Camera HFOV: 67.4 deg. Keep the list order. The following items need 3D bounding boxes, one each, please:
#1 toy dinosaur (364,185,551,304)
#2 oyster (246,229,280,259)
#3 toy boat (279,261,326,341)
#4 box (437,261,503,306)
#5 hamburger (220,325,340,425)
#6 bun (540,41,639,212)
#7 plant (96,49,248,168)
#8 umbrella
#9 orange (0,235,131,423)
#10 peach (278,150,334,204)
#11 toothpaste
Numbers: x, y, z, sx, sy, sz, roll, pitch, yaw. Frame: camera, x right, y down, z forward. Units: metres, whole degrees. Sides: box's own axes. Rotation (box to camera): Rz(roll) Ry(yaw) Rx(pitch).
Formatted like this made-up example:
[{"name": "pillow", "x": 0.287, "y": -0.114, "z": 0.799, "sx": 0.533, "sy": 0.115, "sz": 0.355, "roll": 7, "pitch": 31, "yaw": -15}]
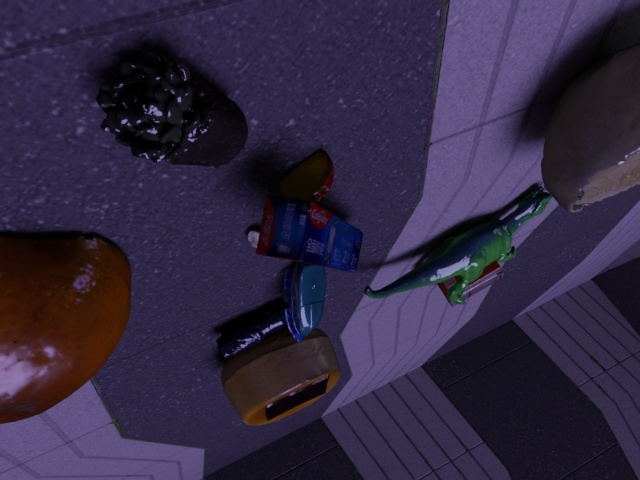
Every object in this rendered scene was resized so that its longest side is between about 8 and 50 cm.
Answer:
[{"name": "toy dinosaur", "x": 0.354, "y": 0.013, "z": 1.130, "sx": 0.499, "sy": 0.144, "sz": 0.375, "roll": -1, "pitch": 137, "yaw": -52}, {"name": "oyster", "x": -0.069, "y": -0.002, "z": 0.768, "sx": 0.080, "sy": 0.038, "sz": 0.083, "roll": -1, "pitch": 145, "yaw": 27}, {"name": "toy boat", "x": -0.046, "y": 0.118, "z": 0.965, "sx": 0.091, "sy": 0.110, "sz": 0.175, "roll": -8, "pitch": 105, "yaw": -39}, {"name": "box", "x": 0.445, "y": 0.112, "z": 1.434, "sx": 0.182, "sy": 0.099, "sz": 0.133, "roll": -32, "pitch": 156, "yaw": 6}, {"name": "hamburger", "x": -0.098, "y": 0.314, "z": 1.157, "sx": 0.299, "sy": 0.176, "sz": 0.300, "roll": -22, "pitch": 153, "yaw": -12}, {"name": "bun", "x": 0.535, "y": -0.216, "z": 0.827, "sx": 0.363, "sy": 0.202, "sz": 0.364, "roll": -24, "pitch": 161, "yaw": -9}, {"name": "plant", "x": -0.134, "y": -0.115, "z": 0.455, "sx": 0.091, "sy": 0.095, "sz": 0.143, "roll": -29, "pitch": 161, "yaw": 24}, {"name": "umbrella", "x": -0.108, "y": 0.165, "z": 1.021, "sx": 0.248, "sy": 0.071, "sz": 0.071, "roll": -30, "pitch": 154, "yaw": -9}, {"name": "orange", "x": -0.386, "y": 0.095, "z": 0.578, "sx": 0.274, "sy": 0.274, "sz": 0.310, "roll": -43, "pitch": -178, "yaw": 26}, {"name": "peach", "x": -0.015, "y": -0.085, "z": 0.679, "sx": 0.050, "sy": 0.077, "sz": 0.084, "roll": 36, "pitch": 69, "yaw": -57}, {"name": "toothpaste", "x": 0.000, "y": 0.001, "z": 0.718, "sx": 0.065, "sy": 0.077, "sz": 0.320, "roll": 10, "pitch": 176, "yaw": 17}]
